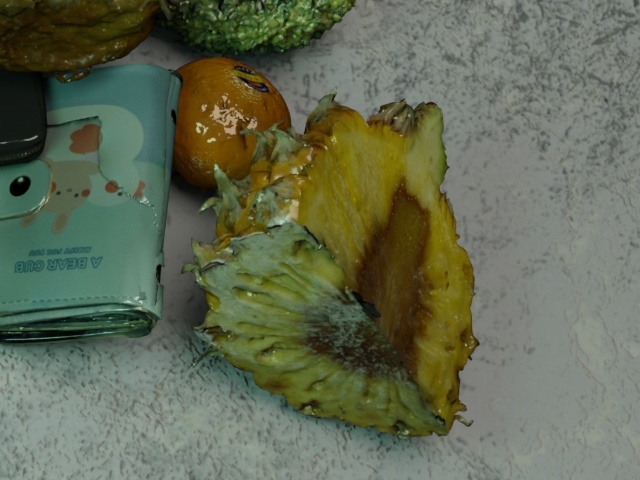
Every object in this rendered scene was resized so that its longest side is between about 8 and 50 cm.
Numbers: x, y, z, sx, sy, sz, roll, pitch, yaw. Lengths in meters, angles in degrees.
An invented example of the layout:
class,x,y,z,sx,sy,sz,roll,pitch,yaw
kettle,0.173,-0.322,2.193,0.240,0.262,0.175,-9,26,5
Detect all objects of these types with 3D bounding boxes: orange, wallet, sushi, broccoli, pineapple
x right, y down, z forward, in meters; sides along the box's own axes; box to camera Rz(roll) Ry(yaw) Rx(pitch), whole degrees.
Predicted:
class,x,y,z,sx,sy,sz,roll,pitch,yaw
orange,-0.095,-0.107,1.728,0.135,0.117,0.135,35,14,-10
wallet,-0.214,-0.032,1.620,0.176,0.075,0.250,-6,61,15
sushi,-0.246,-0.248,1.586,0.296,0.179,0.167,0,51,0
broccoli,-0.064,-0.279,1.792,0.226,0.176,0.198,3,60,-39
pineapple,0.001,-0.003,1.690,0.344,0.209,0.286,54,37,-38
wallet,-0.326,-0.157,1.649,0.149,0.044,0.250,-10,56,-8
